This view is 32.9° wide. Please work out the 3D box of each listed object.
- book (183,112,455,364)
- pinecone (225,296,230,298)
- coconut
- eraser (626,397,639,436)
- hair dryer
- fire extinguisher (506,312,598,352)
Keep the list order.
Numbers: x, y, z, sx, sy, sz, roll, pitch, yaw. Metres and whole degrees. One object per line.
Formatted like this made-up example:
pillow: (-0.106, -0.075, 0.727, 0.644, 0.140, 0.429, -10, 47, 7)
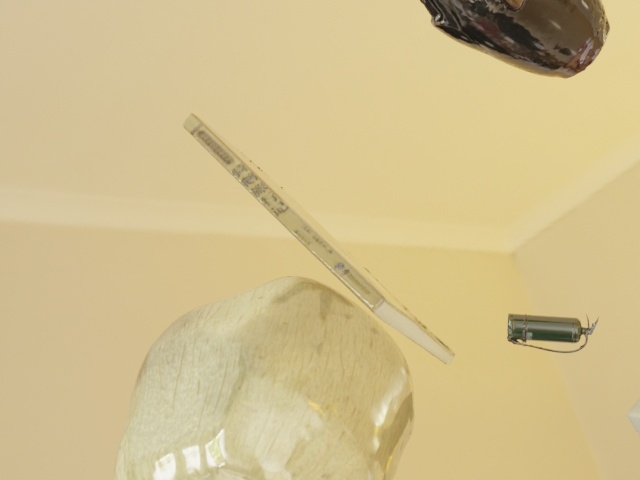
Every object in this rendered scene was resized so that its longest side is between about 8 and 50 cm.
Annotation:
book: (0.000, 0.000, 1.120, 0.021, 0.310, 0.217, -48, -31, 3)
pinecone: (-0.080, 0.151, 1.445, 0.195, 0.150, 0.179, 6, -70, -46)
coconut: (-0.038, 0.129, 0.761, 0.224, 0.224, 0.224, -15, -25, -7)
eraser: (0.461, 0.213, 1.127, 0.081, 0.124, 0.279, -42, 14, -21)
hair dryer: (0.183, -0.326, 0.836, 0.303, 0.120, 0.359, 39, -75, -14)
fire extinguisher: (0.216, 0.086, 1.009, 0.083, 0.038, 0.025, 2, -6, 8)
